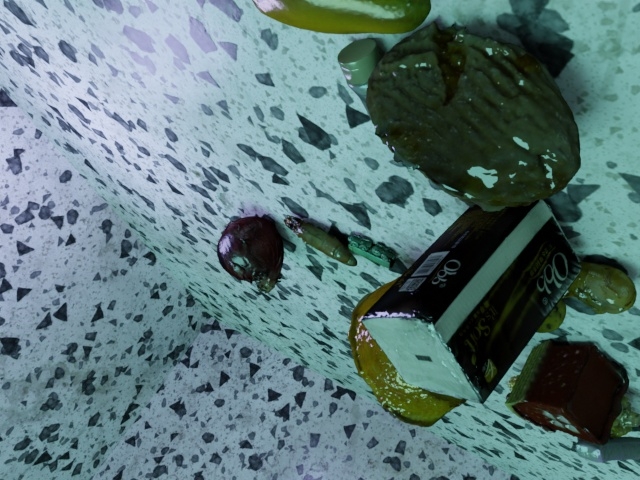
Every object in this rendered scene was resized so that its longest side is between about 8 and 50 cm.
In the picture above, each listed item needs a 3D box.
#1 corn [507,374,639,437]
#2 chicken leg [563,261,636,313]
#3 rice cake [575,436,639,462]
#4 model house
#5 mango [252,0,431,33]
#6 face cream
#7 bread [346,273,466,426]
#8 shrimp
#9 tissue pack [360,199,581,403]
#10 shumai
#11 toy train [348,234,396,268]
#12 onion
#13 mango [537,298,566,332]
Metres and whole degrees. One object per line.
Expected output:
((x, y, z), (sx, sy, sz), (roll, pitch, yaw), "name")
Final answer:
((0.684, 0.440, 1.398), (0.130, 0.130, 0.347), (47, 156, -27), "corn")
((0.511, 0.081, 1.009), (0.207, 0.085, 0.101), (23, 170, 46), "chicken leg")
((0.791, 0.545, 1.342), (0.365, 0.056, 0.072), (14, 166, -32), "rice cake")
((0.596, 0.369, 1.295), (0.160, 0.196, 0.254), (43, 157, -18), "model house")
((0.014, -0.353, 0.723), (0.316, 0.119, 0.176), (24, -164, 23), "mango")
((0.104, -0.243, 0.919), (0.114, 0.070, 0.224), (46, 171, 47), "face cream")
((0.266, 0.256, 1.309), (0.398, 0.398, 0.215), (36, 145, -3), "bread")
((-0.001, 0.000, 1.534), (0.267, 0.061, 0.145), (28, 179, 15), "shrimp")
((0.274, 0.094, 0.932), (0.210, 0.370, 0.198), (-4, 121, 59), "tissue pack")
((0.255, -0.171, 0.817), (0.346, 0.217, 0.283), (36, -167, 31), "shumai")
((0.145, 0.028, 1.431), (0.148, 0.038, 0.071), (25, 158, 19), "toy train")
((-0.248, 0.033, 1.735), (0.281, 0.221, 0.281), (36, 146, 29), "onion")
((0.452, 0.136, 1.160), (0.195, 0.098, 0.137), (24, 159, 34), "mango")
